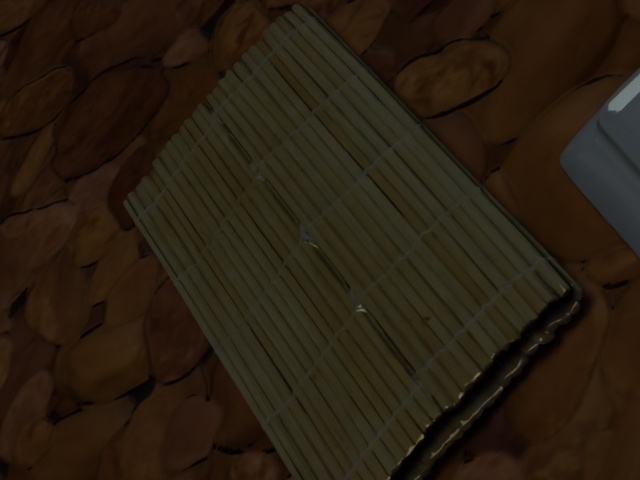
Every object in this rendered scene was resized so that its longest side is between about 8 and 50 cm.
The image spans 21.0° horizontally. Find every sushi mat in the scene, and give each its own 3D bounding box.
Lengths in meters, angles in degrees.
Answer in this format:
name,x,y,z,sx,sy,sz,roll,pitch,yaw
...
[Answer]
name,x,y,z,sx,sy,sz,roll,pitch,yaw
sushi mat,0.000,0.000,0.833,0.151,0.019,0.316,-49,37,9

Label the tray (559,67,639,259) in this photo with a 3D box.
name,x,y,z,sx,sy,sz,roll,pitch,yaw
tray,0.212,-0.095,0.672,0.270,0.030,0.145,-45,39,12
